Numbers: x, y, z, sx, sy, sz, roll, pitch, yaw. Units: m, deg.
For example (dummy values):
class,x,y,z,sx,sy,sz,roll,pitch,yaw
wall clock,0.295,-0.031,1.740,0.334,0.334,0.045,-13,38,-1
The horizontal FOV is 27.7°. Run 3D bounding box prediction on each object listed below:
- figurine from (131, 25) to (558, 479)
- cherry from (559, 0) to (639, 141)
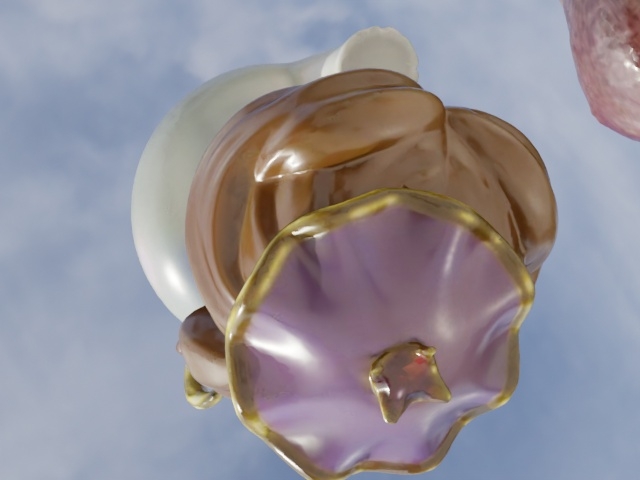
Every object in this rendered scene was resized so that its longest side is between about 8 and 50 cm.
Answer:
class,x,y,z,sx,sy,sz,roll,pitch,yaw
figurine,0.000,0.000,0.544,0.142,0.263,0.189,17,-85,-21
cherry,0.299,-0.191,0.992,0.206,0.239,0.239,60,-136,-45
